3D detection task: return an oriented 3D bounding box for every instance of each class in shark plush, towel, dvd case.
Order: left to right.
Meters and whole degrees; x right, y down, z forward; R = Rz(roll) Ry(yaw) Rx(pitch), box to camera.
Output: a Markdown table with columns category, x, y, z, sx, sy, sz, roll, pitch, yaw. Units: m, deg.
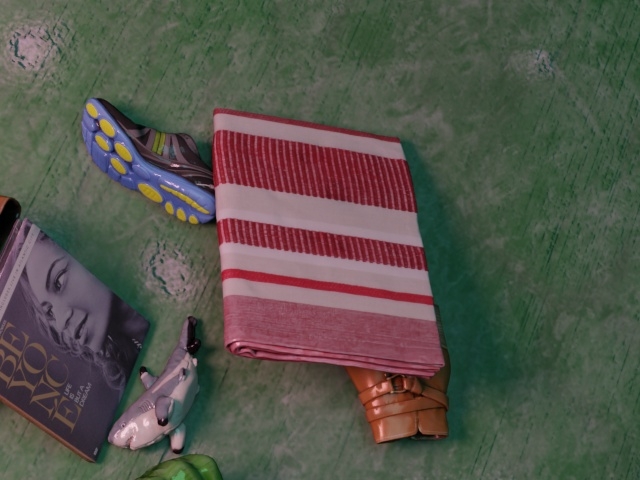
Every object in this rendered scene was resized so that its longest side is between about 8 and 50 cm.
| category | x | y | z | sx | sy | sz | roll | pitch | yaw |
| --- | --- | --- | --- | --- | --- | --- | --- | --- | --- |
| dvd case | -0.263 | 0.103 | 1.634 | 0.221 | 0.018 | 0.164 | 46 | 55 | -45 |
| shark plush | -0.166 | 0.146 | 1.710 | 0.067 | 0.073 | 0.161 | 10 | 70 | 19 |
| towel | 0.000 | 0.000 | 1.759 | 0.237 | 0.037 | 0.329 | 9 | 48 | -19 |

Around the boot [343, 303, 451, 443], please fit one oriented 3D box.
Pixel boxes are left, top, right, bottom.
| category | x | y | z | sx | sy | sz | roll | pitch | yaw |
| --- | --- | --- | --- | --- | --- | --- | --- | --- | --- |
| boot | 0.052 | 0.146 | 1.766 | 0.197 | 0.073 | 0.152 | 0 | 75 | -14 |

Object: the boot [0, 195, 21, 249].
| category | x | y | z | sx | sy | sz | roll | pitch | yaw |
| --- | --- | --- | --- | --- | --- | --- | --- | --- | --- |
| boot | -0.464 | 0.040 | 1.591 | 0.280 | 0.096 | 0.264 | 15 | 53 | 13 |

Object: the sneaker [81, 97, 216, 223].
| category | x | y | z | sx | sy | sz | roll | pitch | yaw |
| --- | --- | --- | --- | --- | --- | --- | --- | --- | --- |
| sneaker | -0.182 | -0.092 | 1.790 | 0.188 | 0.067 | 0.078 | 35 | 45 | -1 |

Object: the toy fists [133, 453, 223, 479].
| category | x | y | z | sx | sy | sz | roll | pitch | yaw |
| --- | --- | --- | --- | --- | --- | --- | --- | --- | --- |
| toy fists | -0.204 | 0.314 | 1.587 | 0.279 | 0.142 | 0.096 | -39 | 86 | -24 |
